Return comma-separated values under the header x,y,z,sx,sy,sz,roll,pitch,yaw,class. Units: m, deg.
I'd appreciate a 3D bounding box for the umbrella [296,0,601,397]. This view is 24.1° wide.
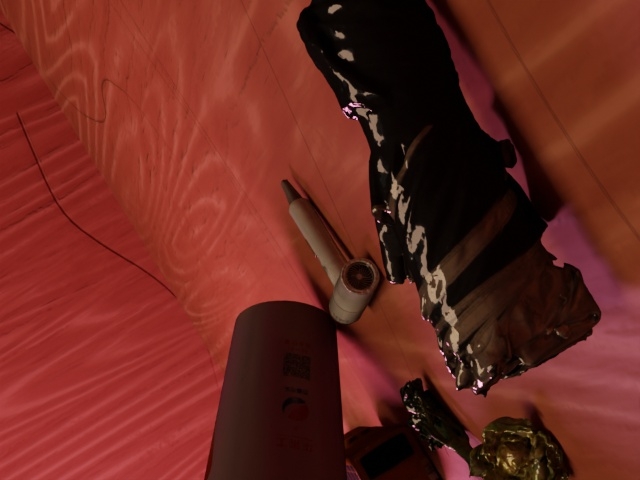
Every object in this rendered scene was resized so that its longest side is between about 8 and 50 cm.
x,y,z,sx,sy,sz,roll,pitch,yaw,class
0.069,-0.072,1.010,0.106,0.113,0.358,149,96,-82,umbrella

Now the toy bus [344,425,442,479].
x,y,z,sx,sy,sz,roll,pitch,yaw,class
0.075,0.297,1.926,0.114,0.098,0.201,61,168,0,toy bus

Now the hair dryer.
x,y,z,sx,sy,sz,roll,pitch,yaw,class
0.000,-0.004,1.627,0.183,0.044,0.155,60,167,10,hair dryer

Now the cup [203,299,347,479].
x,y,z,sx,sy,sz,roll,pitch,yaw,class
-0.049,0.231,1.847,0.203,0.203,0.288,76,-166,-55,cup

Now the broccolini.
x,y,z,sx,sy,sz,roll,pitch,yaw,class
0.154,0.237,1.558,0.071,0.057,0.254,13,-155,-37,broccolini

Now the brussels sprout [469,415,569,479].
x,y,z,sx,sy,sz,roll,pitch,yaw,class
0.181,0.192,1.325,0.085,0.058,0.085,17,115,41,brussels sprout
